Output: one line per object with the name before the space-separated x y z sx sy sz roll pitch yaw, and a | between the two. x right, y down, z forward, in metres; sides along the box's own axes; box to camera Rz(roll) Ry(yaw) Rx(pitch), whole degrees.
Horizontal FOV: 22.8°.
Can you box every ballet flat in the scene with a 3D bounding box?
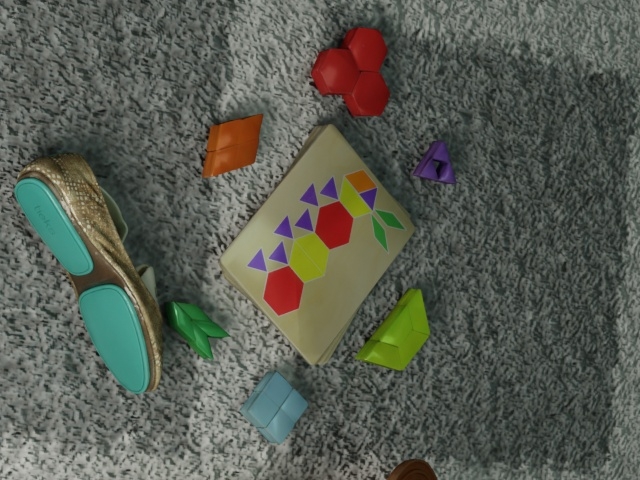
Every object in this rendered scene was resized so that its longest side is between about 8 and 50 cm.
ballet flat | -0.164 0.021 1.243 0.067 0.073 0.206 -44 118 -44

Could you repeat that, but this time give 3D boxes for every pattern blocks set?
pattern blocks set | 0.000 0.000 1.387 0.325 0.026 0.285 -44 114 -29

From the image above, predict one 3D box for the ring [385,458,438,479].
ring | 0.078 0.351 1.321 0.336 0.032 0.337 0 90 -73
